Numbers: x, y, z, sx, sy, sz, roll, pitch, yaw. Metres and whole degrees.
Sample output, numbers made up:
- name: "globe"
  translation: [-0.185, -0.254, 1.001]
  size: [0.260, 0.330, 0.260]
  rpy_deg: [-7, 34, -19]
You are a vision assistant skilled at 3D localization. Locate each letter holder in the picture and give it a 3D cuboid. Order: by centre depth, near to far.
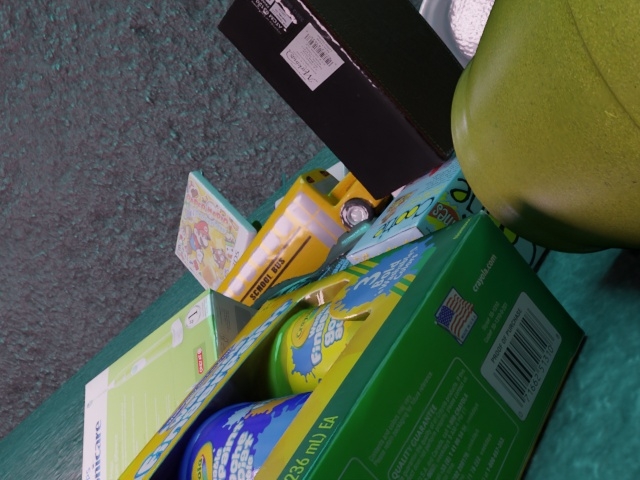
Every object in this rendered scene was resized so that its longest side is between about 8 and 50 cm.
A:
- name: "letter holder"
  translation: [0.066, -0.244, 0.915]
  size: [0.214, 0.302, 0.152]
  rpy_deg: [-48, 10, -31]

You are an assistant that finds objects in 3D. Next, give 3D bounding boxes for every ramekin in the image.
- name: "ramekin"
  translation: [0.363, -0.473, 1.591]
  size: [0.277, 0.277, 0.135]
  rpy_deg: [-34, 7, 35]

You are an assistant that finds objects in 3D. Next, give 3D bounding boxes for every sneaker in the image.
- name: "sneaker"
  translation: [-0.005, 0.113, 1.013]
  size: [0.341, 0.125, 0.140]
  rpy_deg: [-46, 27, 23]

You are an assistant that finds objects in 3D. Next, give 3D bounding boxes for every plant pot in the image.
- name: "plant pot"
  translation: [0.275, -0.141, 0.560]
  size: [0.366, 0.366, 0.353]
  rpy_deg: [-46, 1, -20]

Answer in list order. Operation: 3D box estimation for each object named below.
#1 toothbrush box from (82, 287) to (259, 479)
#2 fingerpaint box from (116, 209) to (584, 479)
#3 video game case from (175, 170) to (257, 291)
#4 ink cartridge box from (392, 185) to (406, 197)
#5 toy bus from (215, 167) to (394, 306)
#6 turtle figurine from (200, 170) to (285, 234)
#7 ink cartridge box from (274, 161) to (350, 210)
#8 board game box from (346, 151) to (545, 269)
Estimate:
- name: "toothbrush box"
  translation: [-0.189, 0.232, 0.976]
  size: [0.283, 0.122, 0.206]
  rpy_deg: [-36, 45, 24]
- name: "fingerpaint box"
  translation: [-0.032, 0.211, 0.634]
  size: [0.371, 0.163, 0.445]
  rpy_deg: [-27, 19, 53]
- name: "video game case"
  translation: [-0.217, 0.005, 1.462]
  size: [0.026, 0.227, 0.206]
  rpy_deg: [-12, -48, -38]
- name: "ink cartridge box"
  translation: [0.140, -0.106, 1.072]
  size: [0.056, 0.225, 0.181]
  rpy_deg: [-33, 14, 25]
- name: "toy bus"
  translation: [-0.022, 0.007, 1.120]
  size: [0.333, 0.130, 0.108]
  rpy_deg: [-52, -9, 25]
- name: "turtle figurine"
  translation: [-0.152, -0.057, 1.546]
  size: [0.266, 0.197, 0.275]
  rpy_deg: [9, 76, 61]
- name: "ink cartridge box"
  translation: [0.000, 0.000, 1.270]
  size: [0.224, 0.045, 0.224]
  rpy_deg: [-24, 64, 50]
- name: "board game box"
  translation: [0.185, -0.035, 0.869]
  size: [0.275, 0.142, 0.144]
  rpy_deg: [-48, 12, -31]
